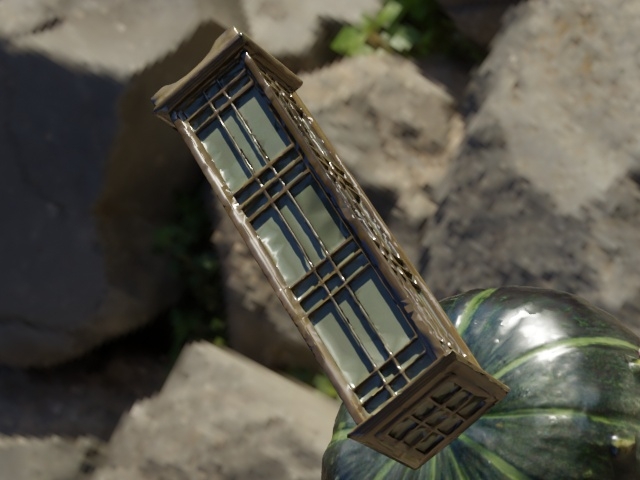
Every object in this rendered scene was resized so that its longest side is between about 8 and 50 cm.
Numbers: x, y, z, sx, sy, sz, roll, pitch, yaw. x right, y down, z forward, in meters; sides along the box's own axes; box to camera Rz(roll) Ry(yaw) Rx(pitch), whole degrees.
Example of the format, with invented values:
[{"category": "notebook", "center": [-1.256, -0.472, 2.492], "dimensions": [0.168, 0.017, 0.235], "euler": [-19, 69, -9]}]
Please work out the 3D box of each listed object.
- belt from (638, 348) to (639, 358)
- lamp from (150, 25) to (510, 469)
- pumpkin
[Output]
[{"category": "belt", "center": [0.245, 0.074, 1.122], "dimensions": [0.053, 0.232, 0.071], "euler": [-18, 82, 23]}, {"category": "lamp", "center": [0.000, 0.000, 1.282], "dimensions": [0.090, 0.089, 0.325], "euler": [-40, 55, 12]}, {"category": "pumpkin", "center": [0.157, 0.195, 1.615], "dimensions": [0.323, 0.241, 0.323], "euler": [-14, 63, 31]}]
